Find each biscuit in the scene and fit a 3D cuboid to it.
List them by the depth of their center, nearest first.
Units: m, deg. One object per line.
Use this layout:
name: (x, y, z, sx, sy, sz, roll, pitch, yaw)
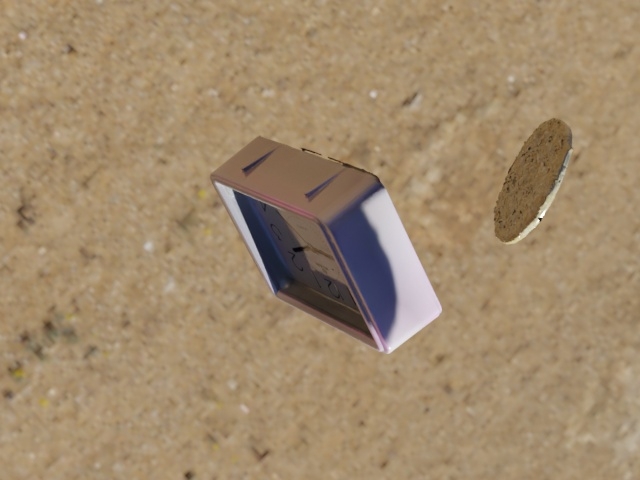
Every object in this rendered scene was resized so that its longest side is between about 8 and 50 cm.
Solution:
biscuit: (0.227, -0.063, 1.521, 0.020, 0.152, 0.152, 23, 107, -12)

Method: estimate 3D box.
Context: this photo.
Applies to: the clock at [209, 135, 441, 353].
clock: (0.000, 0.000, 1.213, 0.063, 0.197, 0.150, -38, 122, -20)
